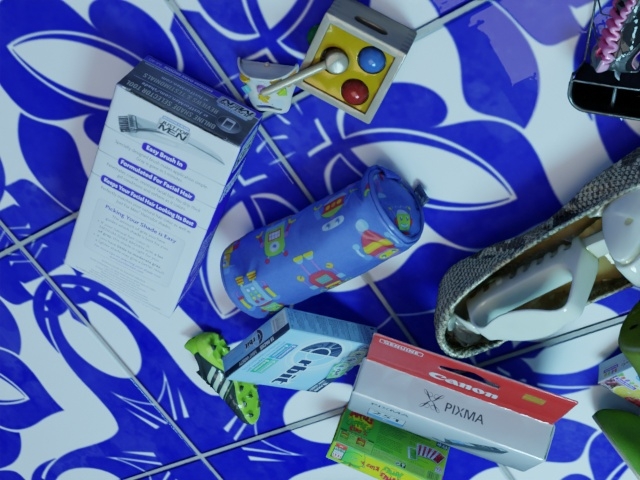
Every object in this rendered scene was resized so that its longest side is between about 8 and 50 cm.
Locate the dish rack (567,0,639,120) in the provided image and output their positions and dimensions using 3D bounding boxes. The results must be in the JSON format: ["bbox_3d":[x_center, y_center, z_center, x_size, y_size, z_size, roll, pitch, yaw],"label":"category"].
[{"bbox_3d":[0.399,-0.265,1.133,0.208,0.074,0.271,9,125,11],"label":"dish rack"}]

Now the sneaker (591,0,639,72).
[{"bbox_3d":[0.342,-0.233,1.109,0.057,0.047,0.119,12,129,-7],"label":"sneaker"}]

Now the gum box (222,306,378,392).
[{"bbox_3d":[-0.027,0.168,1.529,0.184,0.041,0.157,16,137,-39],"label":"gum box"}]

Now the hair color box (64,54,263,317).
[{"bbox_3d":[-0.229,-0.069,1.451,0.185,0.110,0.338,28,129,0],"label":"hair color box"}]

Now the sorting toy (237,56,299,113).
[{"bbox_3d":[-0.071,-0.200,1.357,0.083,0.044,0.075,9,145,12],"label":"sorting toy"}]

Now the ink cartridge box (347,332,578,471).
[{"bbox_3d":[0.193,0.242,1.478,0.296,0.066,0.261,19,160,5],"label":"ink cartridge box"}]

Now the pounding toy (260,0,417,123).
[{"bbox_3d":[0.022,-0.220,1.268,0.141,0.100,0.130,27,127,-2],"label":"pounding toy"}]

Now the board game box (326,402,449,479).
[{"bbox_3d":[0.109,0.338,1.630,0.181,0.092,0.043,23,127,2],"label":"board game box"}]

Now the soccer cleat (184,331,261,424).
[{"bbox_3d":[-0.157,0.225,1.666,0.072,0.060,0.178,-15,112,37],"label":"soccer cleat"}]

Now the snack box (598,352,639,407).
[{"bbox_3d":[0.470,0.183,1.412,0.100,0.037,0.141,29,142,-17],"label":"snack box"}]

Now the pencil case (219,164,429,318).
[{"bbox_3d":[0.000,0.000,1.416,0.306,0.133,0.119,-28,147,32],"label":"pencil case"}]

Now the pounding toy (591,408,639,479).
[{"bbox_3d":[0.503,0.315,1.463,0.110,0.183,0.237,-37,109,7],"label":"pounding toy"}]

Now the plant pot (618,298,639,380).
[{"bbox_3d":[0.552,0.186,1.208,0.366,0.366,0.353,-37,96,34],"label":"plant pot"}]

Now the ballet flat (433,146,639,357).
[{"bbox_3d":[0.338,0.029,1.287,0.483,0.182,0.164,-33,108,33],"label":"ballet flat"}]
